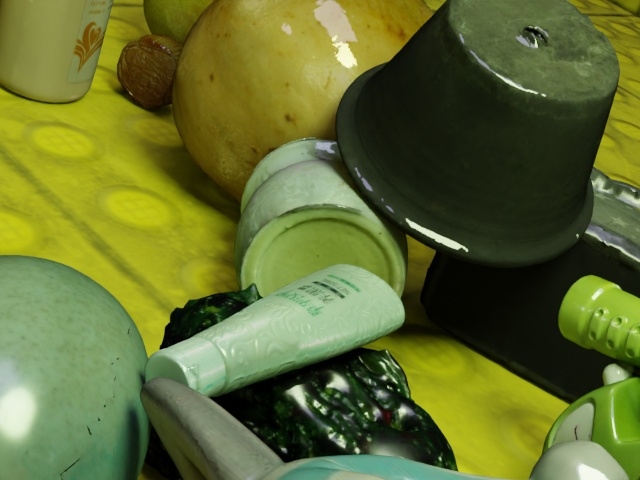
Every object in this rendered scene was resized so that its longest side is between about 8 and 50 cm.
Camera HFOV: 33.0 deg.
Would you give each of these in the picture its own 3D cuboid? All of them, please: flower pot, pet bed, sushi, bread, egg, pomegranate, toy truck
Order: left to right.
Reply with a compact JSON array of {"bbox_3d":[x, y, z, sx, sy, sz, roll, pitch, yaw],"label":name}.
[{"bbox_3d":[-0.179,0.099,0.596,0.169,0.169,0.236,18,30,-6],"label":"egg"},{"bbox_3d":[-0.186,-0.193,1.226,0.085,0.085,0.053,27,23,11],"label":"bread"},{"bbox_3d":[-0.016,0.128,0.710,0.225,0.127,0.124,34,30,19],"label":"sushi"},{"bbox_3d":[0.002,-0.150,1.090,0.307,0.307,0.307,17,27,-9],"label":"pomegranate"},{"bbox_3d":[0.142,-0.113,0.870,0.235,0.148,0.235,11,48,-12],"label":"flower pot"},{"bbox_3d":[0.226,0.019,1.018,0.211,0.183,0.159,28,32,15],"label":"pet bed"},{"bbox_3d":[0.253,0.136,0.776,0.148,0.211,0.187,2,2,-37],"label":"toy truck"}]

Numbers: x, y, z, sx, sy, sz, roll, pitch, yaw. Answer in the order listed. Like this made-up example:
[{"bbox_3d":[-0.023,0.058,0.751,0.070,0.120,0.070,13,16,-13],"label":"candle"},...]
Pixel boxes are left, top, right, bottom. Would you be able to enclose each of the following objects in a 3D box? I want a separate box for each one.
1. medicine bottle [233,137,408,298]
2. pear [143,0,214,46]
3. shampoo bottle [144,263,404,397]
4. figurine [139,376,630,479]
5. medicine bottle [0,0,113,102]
[{"bbox_3d":[0.000,0.000,0.931,0.147,0.147,0.143,17,26,-9],"label":"medicine bottle"},{"bbox_3d":[-0.117,-0.282,1.326,0.200,0.200,0.200,17,27,-9],"label":"pear"},{"bbox_3d":[-0.027,0.057,0.651,0.069,0.041,0.190,32,30,28],"label":"shampoo bottle"},{"bbox_3d":[0.048,0.152,0.448,0.377,0.361,0.266,39,-5,26],"label":"figurine"},{"bbox_3d":[-0.269,-0.276,1.127,0.114,0.252,0.114,16,28,-9],"label":"medicine bottle"}]
